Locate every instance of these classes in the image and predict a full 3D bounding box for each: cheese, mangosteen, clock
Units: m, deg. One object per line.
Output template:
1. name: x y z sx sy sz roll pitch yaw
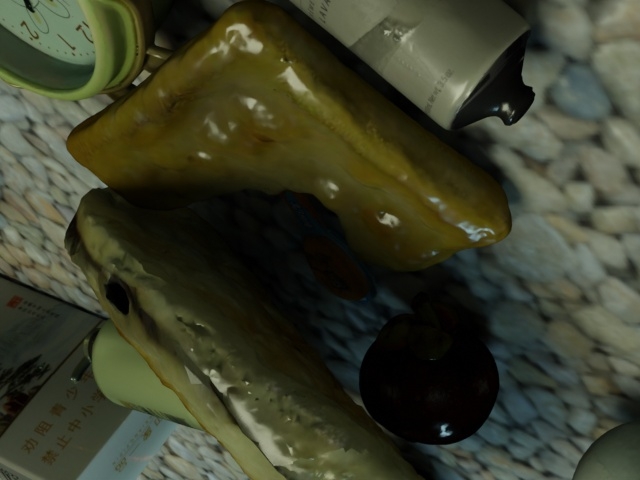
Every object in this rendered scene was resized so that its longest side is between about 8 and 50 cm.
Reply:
1. cheese: 0.000 -0.001 0.755 0.047 0.017 0.111 3 136 43
2. mangosteen: 0.063 0.077 0.739 0.081 0.081 0.081 28 150 18
3. clock: -0.141 -0.140 0.659 0.232 0.069 0.170 44 151 -13

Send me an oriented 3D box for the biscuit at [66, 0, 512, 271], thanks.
1. biscuit: -0.016 -0.033 0.648 0.183 0.039 0.174 34 143 -21

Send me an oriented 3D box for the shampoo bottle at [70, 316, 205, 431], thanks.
1. shampoo bottle: -0.117 0.089 0.956 0.162 0.079 0.079 9 140 43

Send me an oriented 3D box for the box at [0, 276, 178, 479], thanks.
1. box: -0.235 0.125 1.069 0.233 0.149 0.067 19 143 32

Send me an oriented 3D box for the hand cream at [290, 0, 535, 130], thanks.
1. hand cream: 0.014 -0.113 0.546 0.186 0.054 0.087 40 148 10

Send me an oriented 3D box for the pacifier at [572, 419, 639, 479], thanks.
1. pacifier: 0.207 0.164 0.622 0.299 0.244 0.233 65 172 -33

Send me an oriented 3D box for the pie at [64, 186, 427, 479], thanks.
1. pie: -0.020 0.096 0.739 0.339 0.077 0.339 49 176 5
